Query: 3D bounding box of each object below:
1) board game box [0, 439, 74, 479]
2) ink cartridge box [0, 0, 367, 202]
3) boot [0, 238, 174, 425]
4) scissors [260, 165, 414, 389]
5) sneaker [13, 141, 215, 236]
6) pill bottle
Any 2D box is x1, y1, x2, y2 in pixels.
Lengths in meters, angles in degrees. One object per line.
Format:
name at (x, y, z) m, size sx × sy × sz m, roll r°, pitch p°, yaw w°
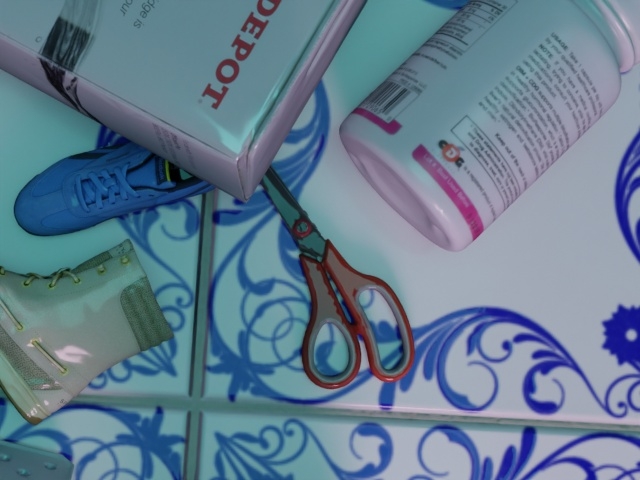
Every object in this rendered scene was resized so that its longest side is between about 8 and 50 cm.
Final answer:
board game box at (-0.409, 0.238, 1.114) m, size 0.390 × 0.390 × 0.050 m, roll 14°, pitch 109°, yaw -7°
ink cartridge box at (-0.162, -0.254, 1.223) m, size 0.395 × 0.166 × 0.285 m, roll 29°, pitch 80°, yaw 5°
boot at (-0.244, 0.037, 1.281) m, size 0.165 × 0.077 × 0.213 m, roll -31°, pitch 103°, yaw -7°
scissors at (0.000, 0.000, 1.351) m, size 0.109 × 0.021 × 0.297 m, roll -19°, pitch 89°, yaw -5°
sneaker at (-0.177, -0.057, 1.297) m, size 0.209 × 0.082 × 0.069 m, roll -17°, pitch 92°, yaw -6°
pill bottle at (0.169, -0.139, 1.305) m, size 0.283 × 0.160 × 0.160 m, roll -43°, pitch 94°, yaw -7°
